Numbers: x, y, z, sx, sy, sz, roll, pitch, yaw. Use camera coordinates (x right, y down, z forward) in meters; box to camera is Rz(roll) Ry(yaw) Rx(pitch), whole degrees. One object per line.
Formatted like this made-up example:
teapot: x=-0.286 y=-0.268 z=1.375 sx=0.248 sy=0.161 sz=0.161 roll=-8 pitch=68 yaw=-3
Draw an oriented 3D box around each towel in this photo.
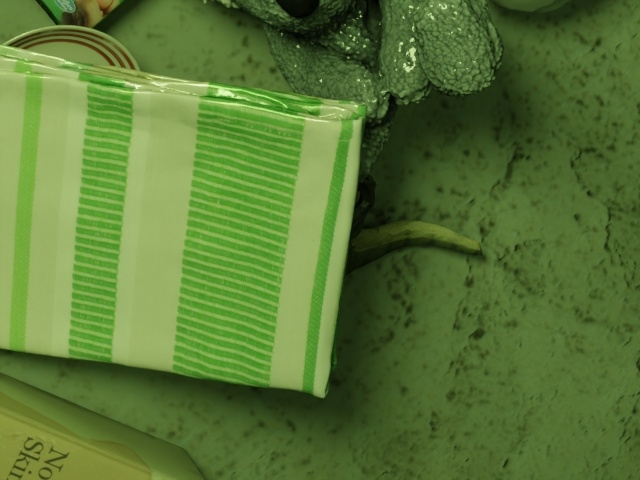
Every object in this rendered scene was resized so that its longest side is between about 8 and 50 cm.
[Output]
towel: x=-0.139 y=-0.012 z=1.398 sx=0.325 sy=0.038 sz=0.248 roll=8 pitch=114 yaw=4

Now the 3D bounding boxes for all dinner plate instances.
dinner plate: x=-0.204 y=-0.108 z=1.435 sx=0.141 sy=0.017 sz=0.141 roll=-12 pitch=133 yaw=-13

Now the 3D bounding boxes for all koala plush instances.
koala plush: x=-0.003 y=-0.190 z=1.410 sx=0.196 sy=0.203 sz=0.221 roll=-38 pitch=117 yaw=23

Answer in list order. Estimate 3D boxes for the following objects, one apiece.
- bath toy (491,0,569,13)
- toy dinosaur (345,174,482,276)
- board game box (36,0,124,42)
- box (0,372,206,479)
bath toy: x=0.145 y=-0.346 z=1.467 sx=0.151 sy=0.129 sz=0.348 roll=-2 pitch=104 yaw=17
toy dinosaur: x=0.000 y=0.000 z=1.529 sx=0.268 sy=0.064 sz=0.118 roll=-19 pitch=122 yaw=-14
board game box: x=-0.203 y=-0.335 z=1.394 sx=0.213 sy=0.046 sz=0.317 roll=-41 pitch=111 yaw=-7
box: x=-0.253 y=0.184 z=1.448 sx=0.311 sy=0.121 sz=0.148 roll=24 pitch=94 yaw=-21
